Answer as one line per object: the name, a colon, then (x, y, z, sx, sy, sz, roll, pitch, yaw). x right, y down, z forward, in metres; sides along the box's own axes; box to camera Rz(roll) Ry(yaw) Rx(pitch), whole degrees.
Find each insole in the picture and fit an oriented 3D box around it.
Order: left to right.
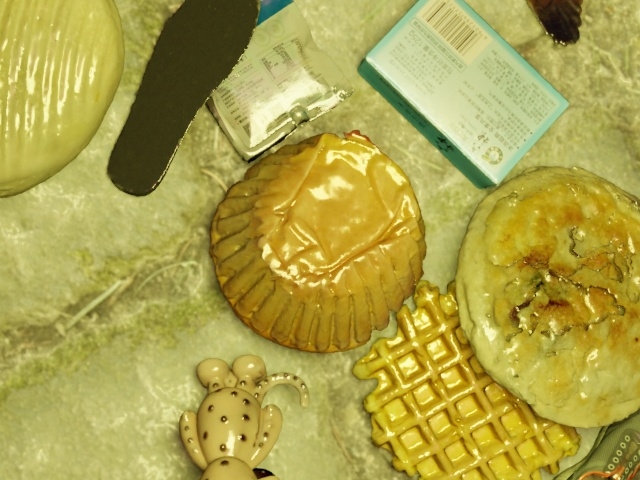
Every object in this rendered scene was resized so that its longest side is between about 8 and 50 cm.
insole: (-0.172, -0.196, 1.286, 0.110, 0.012, 0.309, 26, 87, 6)

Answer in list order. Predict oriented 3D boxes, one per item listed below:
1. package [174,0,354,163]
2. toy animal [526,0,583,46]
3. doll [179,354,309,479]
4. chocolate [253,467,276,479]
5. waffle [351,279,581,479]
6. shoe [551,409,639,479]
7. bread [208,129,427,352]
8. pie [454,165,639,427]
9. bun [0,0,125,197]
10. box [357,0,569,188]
package: (-0.071, -0.212, 1.304, 0.171, 0.027, 0.173, -33, 86, -4)
toy animal: (0.379, -0.450, 1.321, 0.284, 0.225, 0.302, -31, 79, -26)
doll: (-0.099, 0.259, 1.185, 0.154, 0.119, 0.278, 1, 51, 8)
chocolate: (-0.105, 0.356, 1.243, 0.148, 0.080, 0.125, -20, 89, -8)
waffle: (0.193, 0.191, 1.293, 0.309, 0.065, 0.283, 17, 86, -6)
shoe: (0.375, 0.284, 1.300, 0.194, 0.077, 0.074, -42, 91, -6)
bread: (0.000, 0.000, 1.240, 0.274, 0.149, 0.274, 1, 78, -4)
pie: (0.315, 0.062, 1.273, 0.339, 0.077, 0.339, 5, 74, -16)
bun: (-0.408, -0.204, 1.170, 0.362, 0.234, 0.326, -19, 96, -23)
box: (0.179, -0.195, 1.303, 0.232, 0.083, 0.142, 43, 83, -4)
